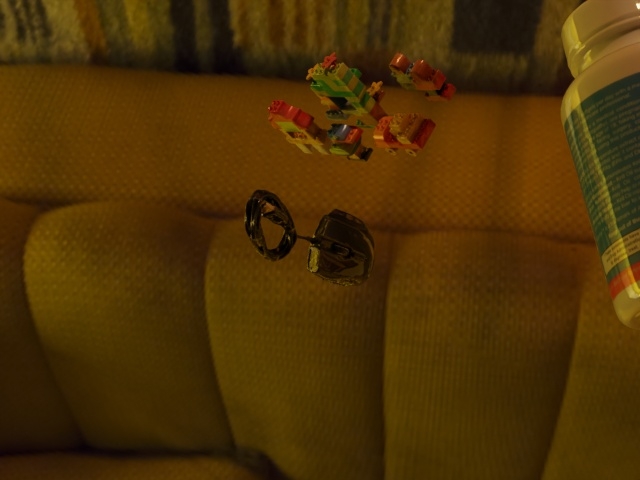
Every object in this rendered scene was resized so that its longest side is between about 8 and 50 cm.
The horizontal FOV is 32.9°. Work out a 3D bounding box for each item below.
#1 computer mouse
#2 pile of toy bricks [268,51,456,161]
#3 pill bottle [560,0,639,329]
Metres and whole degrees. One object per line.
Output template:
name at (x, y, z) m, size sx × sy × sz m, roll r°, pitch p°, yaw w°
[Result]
computer mouse at (0.000, 0.000, 1.005) m, size 0.041 × 0.071 × 0.242 m, roll 17°, pitch 178°, yaw 27°
pile of toy bricks at (0.032, -0.156, 1.143) m, size 0.105 × 0.118 × 0.212 m, roll 41°, pitch 160°, yaw -34°
pill bottle at (0.234, -0.060, 0.736) m, size 0.124 × 0.221 × 0.124 m, roll -9°, pitch 159°, yaw -4°
